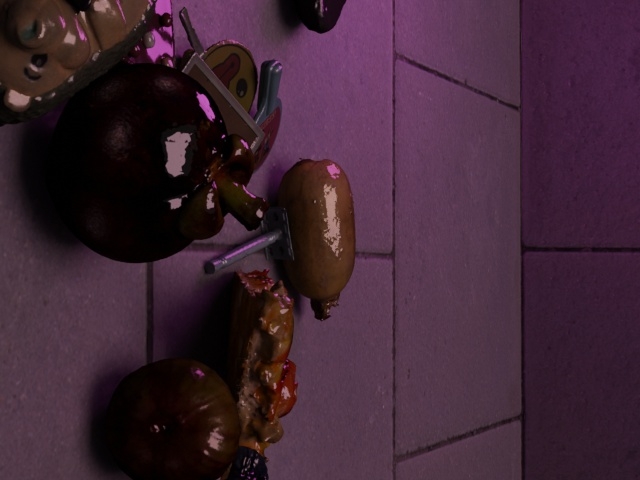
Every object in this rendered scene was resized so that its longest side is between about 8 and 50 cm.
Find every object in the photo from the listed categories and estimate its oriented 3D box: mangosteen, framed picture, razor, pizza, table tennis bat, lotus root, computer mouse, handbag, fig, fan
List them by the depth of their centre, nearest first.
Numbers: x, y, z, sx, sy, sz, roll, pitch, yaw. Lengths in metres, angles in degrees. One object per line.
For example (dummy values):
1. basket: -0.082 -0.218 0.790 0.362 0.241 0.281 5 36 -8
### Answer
1. mangosteen: -0.255 -0.105 1.648 0.297 0.293 0.297 -22 135 -24
2. handbag: -0.292 -0.361 1.763 0.216 0.074 0.203 16 72 -76
3. fig: -0.217 0.286 1.841 0.321 0.217 0.217 -15 103 -80
4. pizza: -0.092 0.205 1.923 0.406 0.130 0.440 118 -24 -63
5. framed picture: -0.211 -0.169 1.944 0.217 0.017 0.274 -57 144 -13
6. fan: -0.193 -0.272 1.951 0.229 0.011 0.335 -53 148 -25
7. table tennis bat: -0.107 -0.232 2.108 0.153 0.040 0.244 -54 162 -48
8. razor: -0.137 0.019 2.118 0.232 0.068 0.106 -30 115 -53
9. lotus root: 0.000 0.000 2.270 0.169 0.151 0.343 -26 112 -61
10. computer mouse: -0.004 -0.527 2.341 0.270 0.086 0.138 -69 155 -49

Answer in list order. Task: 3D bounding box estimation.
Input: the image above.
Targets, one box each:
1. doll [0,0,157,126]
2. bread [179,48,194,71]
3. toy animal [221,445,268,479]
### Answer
1. doll: -0.372 -0.304 1.504 0.349 0.247 0.247 -57 139 -28
2. bread: -0.202 -0.291 2.002 0.132 0.053 0.074 17 78 -61
3. toy animal: -0.200 0.460 1.808 0.298 0.185 0.122 -35 109 -7
